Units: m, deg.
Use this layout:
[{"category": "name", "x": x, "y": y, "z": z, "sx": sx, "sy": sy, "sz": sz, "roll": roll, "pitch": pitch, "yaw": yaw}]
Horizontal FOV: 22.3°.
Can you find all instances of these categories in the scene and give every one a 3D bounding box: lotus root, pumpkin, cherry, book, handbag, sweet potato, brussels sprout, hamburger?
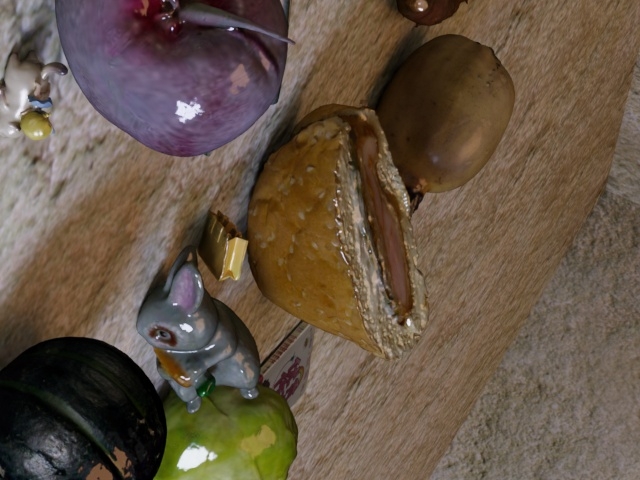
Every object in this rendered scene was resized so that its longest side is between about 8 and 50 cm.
[{"category": "lotus root", "x": 0.161, "y": -0.155, "z": 2.335, "sx": 0.310, "sy": 0.182, "sz": 0.183, "roll": -59, "pitch": 162, "yaw": -18}, {"category": "pumpkin", "x": -0.255, "y": 0.220, "z": 1.582, "sx": 0.250, "sy": 0.216, "sz": 0.250, "roll": -41, "pitch": -173, "yaw": 7}, {"category": "cherry", "x": -0.130, "y": -0.177, "z": 1.400, "sx": 0.183, "sy": 0.213, "sz": 0.266, "roll": -30, "pitch": 177, "yaw": -27}, {"category": "book", "x": -0.076, "y": 0.232, "z": 2.426, "sx": 0.232, "sy": 0.022, "sz": 0.162, "roll": -45, "pitch": 154, "yaw": -47}, {"category": "handbag", "x": -0.117, "y": 0.006, "z": 1.914, "sx": 0.027, "sy": 0.083, "sz": 0.061, "roll": 0, "pitch": 119, "yaw": -28}, {"category": "sweet potato", "x": 0.157, "y": -0.334, "z": 2.283, "sx": 0.072, "sy": 0.066, "sz": 0.314, "roll": -63, "pitch": 167, "yaw": 15}, {"category": "brussels sprout", "x": -0.129, "y": 0.263, "z": 2.061, "sx": 0.223, "sy": 0.161, "sz": 0.223, "roll": -20, "pitch": 125, "yaw": -31}, {"category": "hamburger", "x": -0.001, "y": -0.001, "z": 2.060, "sx": 0.162, "sy": 0.209, "sz": 0.330, "roll": -40, "pitch": 120, "yaw": -46}]

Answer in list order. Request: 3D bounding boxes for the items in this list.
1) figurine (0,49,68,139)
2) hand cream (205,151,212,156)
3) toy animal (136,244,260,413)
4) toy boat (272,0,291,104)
[{"category": "figurine", "x": -0.249, "y": -0.120, "z": 1.401, "sx": 0.047, "sy": 0.050, "sz": 0.083, "roll": -23, "pitch": 135, "yaw": -58}, {"category": "hand cream", "x": -0.131, "y": -0.158, "z": 1.692, "sx": 0.276, "sy": 0.059, "sz": 0.095, "roll": 43, "pitch": 70, "yaw": -76}, {"category": "toy animal", "x": -0.154, "y": 0.095, "z": 1.900, "sx": 0.125, "sy": 0.127, "sz": 0.251, "roll": -40, "pitch": 143, "yaw": -16}, {"category": "toy boat", "x": -0.066, "y": -0.268, "z": 1.669, "sx": 0.085, "sy": 0.078, "sz": 0.261, "roll": -110, "pitch": -159, "yaw": -66}]
